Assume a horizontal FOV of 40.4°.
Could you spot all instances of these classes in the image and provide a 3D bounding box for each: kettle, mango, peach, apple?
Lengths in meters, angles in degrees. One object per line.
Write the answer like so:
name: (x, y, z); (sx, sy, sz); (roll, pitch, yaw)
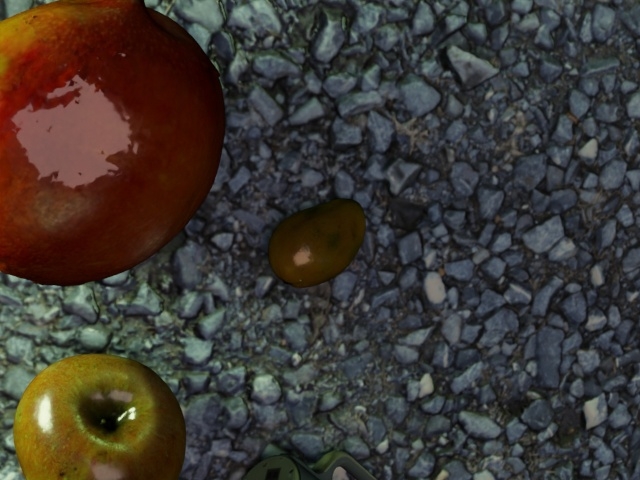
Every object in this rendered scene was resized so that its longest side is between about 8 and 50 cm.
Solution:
kettle: (0.003, 0.427, 1.329); (0.243, 0.160, 0.210); (38, 59, -29)
mango: (-0.001, 0.005, 1.266); (0.163, 0.089, 0.111); (-18, 104, -22)
peach: (-0.284, -0.124, 1.044); (0.373, 0.290, 0.372); (-5, 110, -14)
apple: (-0.297, 0.272, 1.163); (0.237, 0.207, 0.237); (12, 56, -19)
